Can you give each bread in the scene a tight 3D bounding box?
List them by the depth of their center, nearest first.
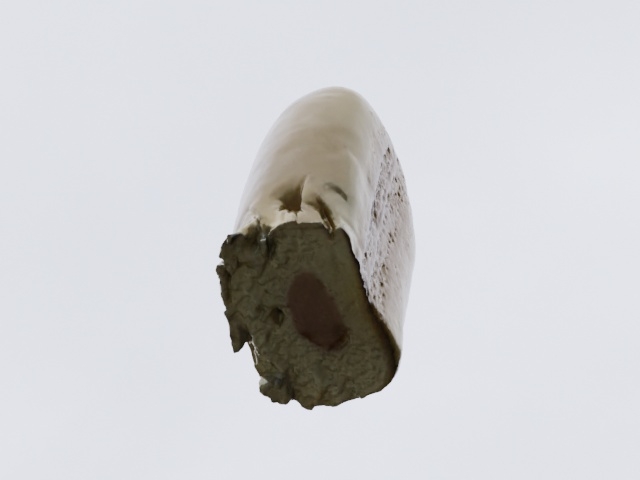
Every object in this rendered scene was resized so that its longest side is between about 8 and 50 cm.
[{"bbox_3d":[-0.001,0.001,0.998,0.085,0.173,0.134,-13,-61,17],"label":"bread"}]
